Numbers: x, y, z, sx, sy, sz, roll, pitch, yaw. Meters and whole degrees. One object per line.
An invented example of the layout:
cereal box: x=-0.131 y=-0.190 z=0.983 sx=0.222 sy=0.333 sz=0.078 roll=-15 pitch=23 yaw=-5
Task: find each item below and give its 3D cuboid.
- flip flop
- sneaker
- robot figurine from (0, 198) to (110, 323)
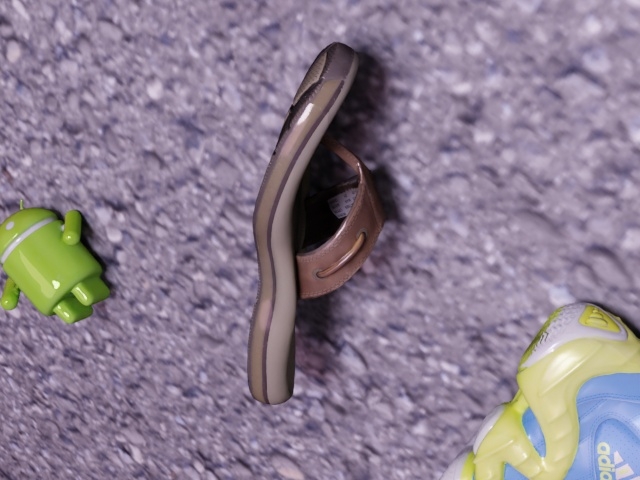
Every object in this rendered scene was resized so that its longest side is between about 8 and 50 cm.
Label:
flip flop: x=0.000 y=0.000 z=0.636 sx=0.080 sy=0.112 sz=0.277 roll=11 pitch=123 yaw=3
sneaker: x=0.150 y=0.156 z=0.609 sx=0.126 sy=0.091 sz=0.240 roll=35 pitch=131 yaw=16
robot figurine: x=-0.240 y=0.019 z=0.854 sx=0.101 sy=0.067 sz=0.115 roll=-44 pitch=84 yaw=17
